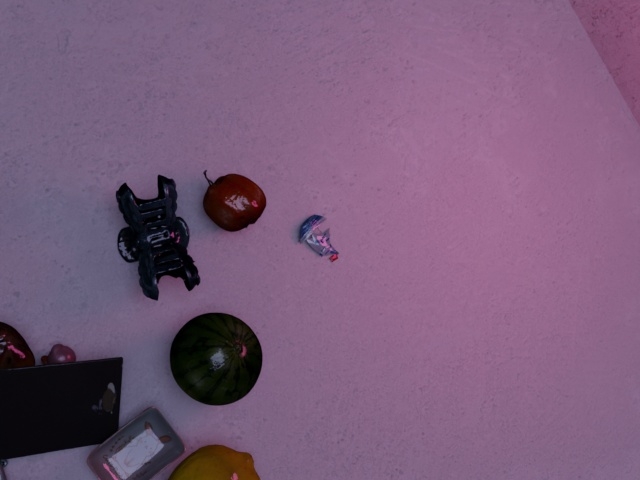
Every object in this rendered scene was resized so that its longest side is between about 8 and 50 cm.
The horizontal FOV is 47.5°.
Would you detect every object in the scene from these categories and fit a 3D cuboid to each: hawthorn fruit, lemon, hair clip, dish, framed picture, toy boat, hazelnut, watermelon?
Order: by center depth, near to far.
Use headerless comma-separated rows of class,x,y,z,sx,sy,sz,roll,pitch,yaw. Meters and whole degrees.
hazelnut,-0.772,0.271,1.719,0.178,0.178,0.204,-45,98,-19
framed picture,-0.644,0.404,1.747,0.323,0.013,0.244,-2,111,-30
lemon,-0.276,0.655,1.804,0.253,0.253,0.310,36,81,-11
dish,-0.467,0.538,1.842,0.212,0.077,0.151,-38,94,-20
watermelon,-0.265,0.302,1.859,0.242,0.242,0.242,3,81,-19
hair clip,-0.425,-0.005,1.869,0.194,0.206,0.310,-13,92,-15
hawthorn fruit,-0.248,-0.117,1.971,0.194,0.157,0.157,43,71,-12
toy boat,-0.011,0.000,2.111,0.105,0.034,0.149,-21,102,-24

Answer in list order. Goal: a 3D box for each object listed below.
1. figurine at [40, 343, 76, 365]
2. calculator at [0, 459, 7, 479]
figurine,-0.647,0.300,1.818,0.071,0.067,0.083,-44,115,1
calculator,-0.845,0.572,1.685,0.246,0.045,0.141,-22,89,-44
